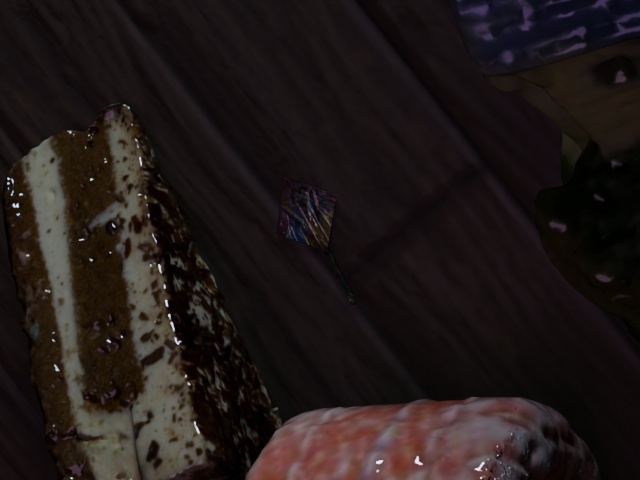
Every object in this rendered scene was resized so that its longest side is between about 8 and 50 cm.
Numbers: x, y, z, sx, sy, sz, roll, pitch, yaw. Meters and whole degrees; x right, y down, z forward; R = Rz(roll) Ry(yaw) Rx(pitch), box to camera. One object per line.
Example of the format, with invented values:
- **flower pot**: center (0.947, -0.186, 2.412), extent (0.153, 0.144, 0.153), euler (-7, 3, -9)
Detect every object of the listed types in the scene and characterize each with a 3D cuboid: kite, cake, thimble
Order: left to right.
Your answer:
- **cake**: center (-0.102, 0.058, 1.075), extent (0.112, 0.135, 0.246), euler (-26, 62, 20)
- **kite**: center (-0.005, 0.001, 1.027), extent (0.044, 0.002, 0.078), euler (-4, 102, 29)
- **thimble**: center (0.060, 0.198, 0.921), extent (0.162, 0.239, 0.239), euler (-11, 99, 28)

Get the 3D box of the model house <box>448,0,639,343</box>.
- **model house**: center (0.185, -0.098, 0.695), extent (0.321, 0.266, 0.261), euler (-13, 57, 33)
